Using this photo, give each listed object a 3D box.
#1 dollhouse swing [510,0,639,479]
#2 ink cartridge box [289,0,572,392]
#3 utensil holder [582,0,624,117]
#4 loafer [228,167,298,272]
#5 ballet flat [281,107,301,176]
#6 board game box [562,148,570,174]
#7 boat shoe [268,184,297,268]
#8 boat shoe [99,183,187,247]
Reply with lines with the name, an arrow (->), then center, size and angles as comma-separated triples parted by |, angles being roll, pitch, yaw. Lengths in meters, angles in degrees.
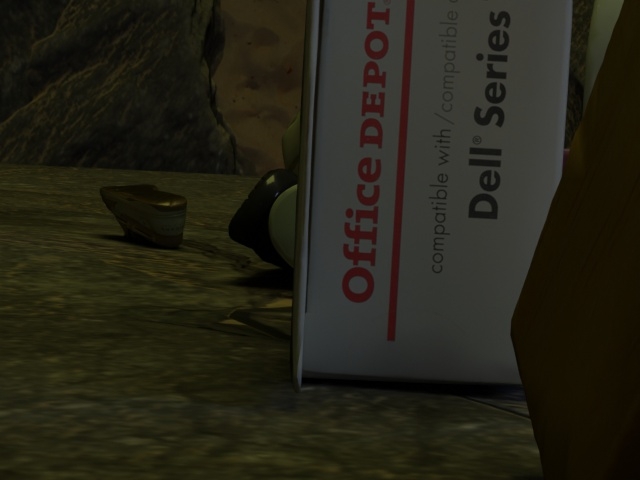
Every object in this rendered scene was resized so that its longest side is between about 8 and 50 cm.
dollhouse swing -> 0.252, 0.078, 0.408 | 0.347, 0.305, 0.315 | 4, -37, -5
ink cartridge box -> 0.050, -0.043, 0.839 | 0.119, 0.207, 0.353 | 3, 5, 1
utensil holder -> 0.433, -0.107, 1.341 | 0.386, 0.327, 0.328 | 5, 4, 24
loafer -> 0.000, 0.000, 1.236 | 0.078, 0.080, 0.220 | 39, 12, 13
ballet flat -> 0.043, -0.066, 1.395 | 0.124, 0.116, 0.342 | -12, -24, 18
board game box -> 0.250, -0.001, 1.132 | 0.208, 0.056, 0.347 | 22, -7, -37
boat shoe -> 0.076, 0.009, 1.129 | 0.228, 0.079, 0.081 | 10, -3, -5
boat shoe -> -0.155, -0.022, 1.456 | 0.050, 0.045, 0.135 | -6, 12, -25
